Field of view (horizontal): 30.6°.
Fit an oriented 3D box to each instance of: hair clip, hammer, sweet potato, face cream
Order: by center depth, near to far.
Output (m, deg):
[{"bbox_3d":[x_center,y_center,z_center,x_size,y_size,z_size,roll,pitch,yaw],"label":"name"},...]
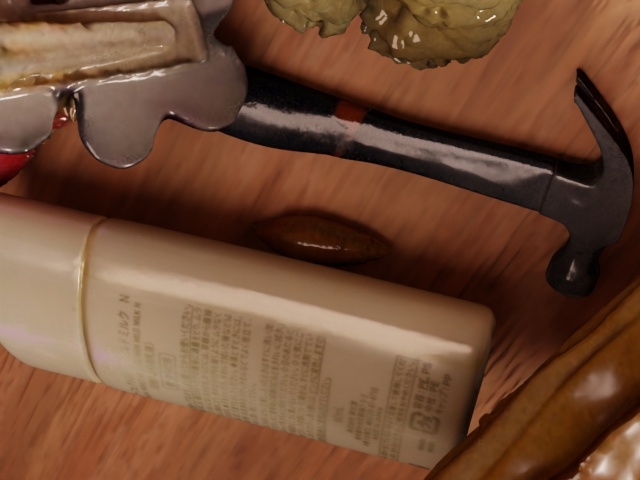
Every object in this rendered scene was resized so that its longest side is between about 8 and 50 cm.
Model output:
[{"bbox_3d":[-0.152,-0.103,0.622,0.075,0.257,0.146,-19,86,51],"label":"hair clip"},{"bbox_3d":[0.048,-0.063,0.708,0.290,0.037,0.137,17,126,4],"label":"hammer"},{"bbox_3d":[0.000,0.000,0.767,0.095,0.034,0.034,7,124,8],"label":"sweet potato"},{"bbox_3d":[-0.066,0.063,0.790,0.348,0.081,0.173,13,143,8],"label":"face cream"}]

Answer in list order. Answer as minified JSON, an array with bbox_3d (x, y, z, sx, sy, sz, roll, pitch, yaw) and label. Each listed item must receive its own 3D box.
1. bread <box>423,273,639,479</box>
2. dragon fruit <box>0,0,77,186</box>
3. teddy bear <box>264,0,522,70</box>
[{"bbox_3d":[0.231,0.192,0.678,0.314,0.191,0.370,-43,99,-2],"label":"bread"},{"bbox_3d":[-0.248,-0.100,0.711,0.211,0.262,0.134,-8,79,-4],"label":"dragon fruit"},{"bbox_3d":[-0.006,-0.201,0.563,0.256,0.156,0.267,18,127,5],"label":"teddy bear"}]
